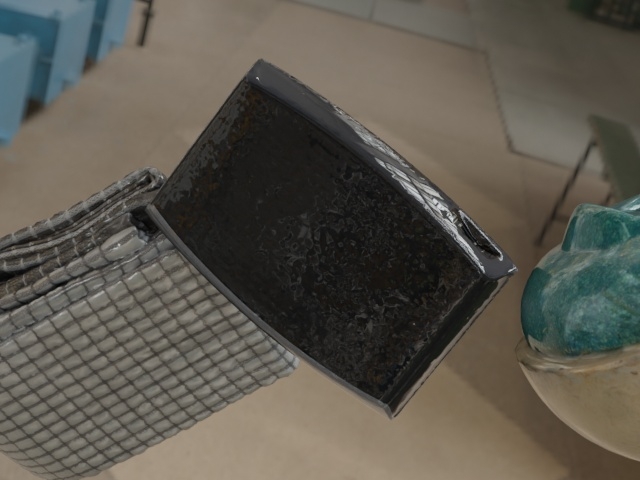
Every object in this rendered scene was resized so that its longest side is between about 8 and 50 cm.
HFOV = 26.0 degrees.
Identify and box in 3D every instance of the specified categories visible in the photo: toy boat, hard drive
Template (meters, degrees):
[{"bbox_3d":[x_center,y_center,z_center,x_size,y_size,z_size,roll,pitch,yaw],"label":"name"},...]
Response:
[{"bbox_3d":[0.210,-0.007,0.515,0.267,0.148,0.318,-21,3,-4],"label":"toy boat"},{"bbox_3d":[0.000,0.000,1.037,0.254,0.172,0.054,40,11,8],"label":"hard drive"}]

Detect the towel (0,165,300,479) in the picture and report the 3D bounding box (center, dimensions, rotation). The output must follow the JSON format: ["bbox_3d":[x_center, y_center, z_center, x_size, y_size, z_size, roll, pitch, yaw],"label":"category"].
[{"bbox_3d":[-0.190,0.074,1.211,0.235,0.283,0.121,55,8,-49],"label":"towel"}]
